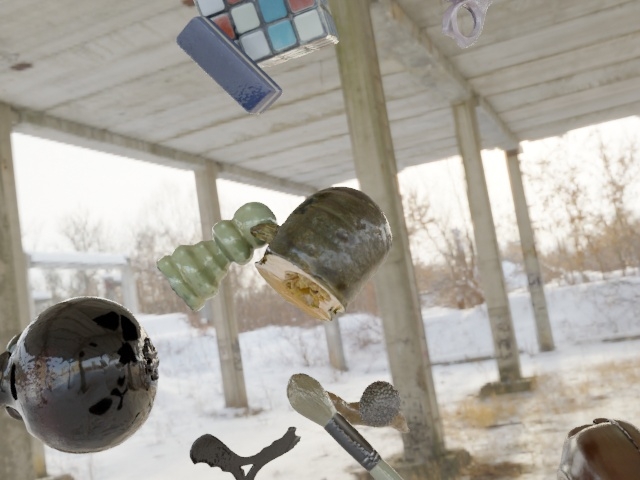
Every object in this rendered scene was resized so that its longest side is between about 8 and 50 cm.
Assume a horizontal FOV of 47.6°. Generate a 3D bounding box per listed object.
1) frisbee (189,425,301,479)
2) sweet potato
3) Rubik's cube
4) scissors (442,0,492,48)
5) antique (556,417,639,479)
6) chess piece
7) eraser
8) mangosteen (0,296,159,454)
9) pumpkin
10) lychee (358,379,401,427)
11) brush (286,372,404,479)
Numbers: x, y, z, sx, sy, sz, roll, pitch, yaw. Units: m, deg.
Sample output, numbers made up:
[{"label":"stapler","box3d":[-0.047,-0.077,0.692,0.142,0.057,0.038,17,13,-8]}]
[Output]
[{"label":"frisbee","box3d":[-0.110,0.376,1.215,0.187,0.211,0.012,-27,25,-24]},{"label":"sweet potato","box3d":[0.111,0.403,1.678,0.281,0.067,0.059,18,7,-25]},{"label":"Rubik's cube","box3d":[-0.122,-0.522,1.600,0.253,0.256,0.259,-18,11,9]},{"label":"scissors","box3d":[0.191,-0.284,0.812,0.189,0.100,0.015,-32,24,-35]},{"label":"antique","box3d":[0.414,0.362,0.993,0.129,0.224,0.278,-19,21,2]},{"label":"chess piece","box3d":[-0.189,0.019,1.438,0.243,0.133,0.133,-37,-6,-3]},{"label":"eraser","box3d":[-0.181,-0.345,1.443,0.082,0.225,0.036,-37,15,40]},{"label":"mangosteen","box3d":[-0.458,0.248,1.350,0.313,0.297,0.297,8,-12,-20]},{"label":"pumpkin","box3d":[0.000,0.000,1.346,0.242,0.232,0.325,34,-17,-5]},{"label":"lychee","box3d":[0.098,0.267,1.191,0.067,0.068,0.083,21,41,35]},{"label":"brush","box3d":[0.070,0.261,0.811,0.042,0.299,0.039,-49,-9,24]}]
